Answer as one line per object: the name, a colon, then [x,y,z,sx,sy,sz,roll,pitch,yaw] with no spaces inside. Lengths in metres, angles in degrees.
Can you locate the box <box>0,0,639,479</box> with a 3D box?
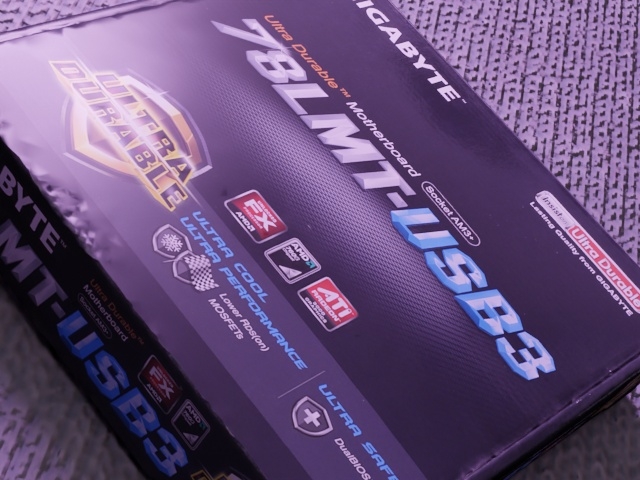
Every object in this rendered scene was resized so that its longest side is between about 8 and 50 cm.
box: [0.000,0.000,0.738,0.293,0.073,0.295,-24,68,-44]
